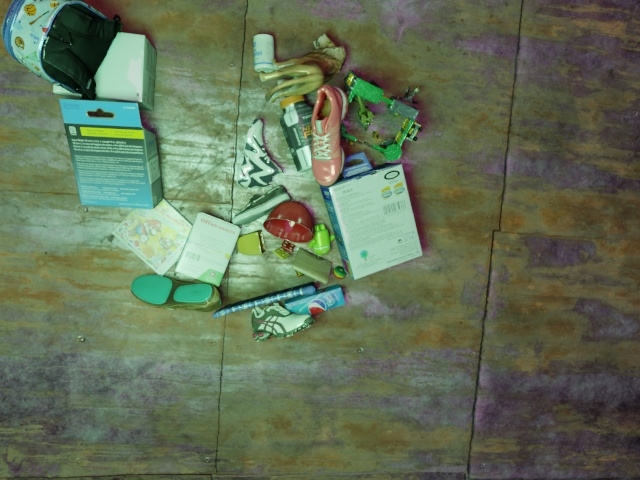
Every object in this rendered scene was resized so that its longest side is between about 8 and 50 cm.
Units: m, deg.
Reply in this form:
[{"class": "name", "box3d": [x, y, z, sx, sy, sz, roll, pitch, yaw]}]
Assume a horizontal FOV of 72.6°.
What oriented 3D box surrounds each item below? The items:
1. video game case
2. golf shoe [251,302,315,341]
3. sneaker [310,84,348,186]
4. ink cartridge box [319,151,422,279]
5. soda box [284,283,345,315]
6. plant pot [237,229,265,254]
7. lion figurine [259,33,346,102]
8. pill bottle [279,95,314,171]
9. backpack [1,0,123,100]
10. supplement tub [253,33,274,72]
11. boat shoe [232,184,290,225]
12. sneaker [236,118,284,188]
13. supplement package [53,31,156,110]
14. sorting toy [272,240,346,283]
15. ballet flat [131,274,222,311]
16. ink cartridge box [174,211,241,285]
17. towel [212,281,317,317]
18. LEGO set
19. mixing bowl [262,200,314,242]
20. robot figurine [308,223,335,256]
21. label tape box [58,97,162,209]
[{"class": "video game case", "box3d": [-0.563, -0.024, 1.511, 0.227, 0.026, 0.206, 45, 89, -9]}, {"class": "golf shoe", "box3d": [-0.143, 0.274, 1.500, 0.273, 0.105, 0.120, -17, 87, 35]}, {"class": "sneaker", "box3d": [0.007, -0.324, 1.346, 0.116, 0.136, 0.314, 6, 97, 21]}, {"class": "ink cartridge box", "box3d": [0.169, -0.102, 1.506, 0.270, 0.151, 0.395, -19, 105, -11]}, {"class": "soda box", "box3d": [-0.022, 0.224, 1.581, 0.210, 0.071, 0.067, -17, 98, -5]}, {"class": "plant pot", "box3d": [-0.246, 0.011, 1.530, 0.083, 0.081, 0.081, -9, 97, 4]}, {"class": "lion figurine", "box3d": [-0.041, -0.527, 1.379, 0.240, 0.392, 0.142, -5, 129, 9]}, {"class": "pill bottle", "box3d": [-0.059, -0.367, 1.485, 0.130, 0.130, 0.246, -21, 98, -4]}, {"class": "backpack", "box3d": [-0.703, -0.548, 1.171, 0.213, 0.263, 0.277, 23, 94, -8]}, {"class": "supplement tub", "box3d": [-0.190, -0.630, 1.471, 0.071, 0.071, 0.107, -3, 96, -7]}, {"class": "boat shoe", "box3d": [-0.215, -0.123, 1.520, 0.219, 0.078, 0.070, -28, 80, -14]}, {"class": "sneaker", "box3d": [-0.189, -0.286, 1.496, 0.153, 0.094, 0.235, 13, 94, -10]}, {"class": "supplement package", "box3d": [-0.676, -0.541, 1.382, 0.261, 0.145, 0.204, 4, 96, -8]}, {"class": "sorting toy", "box3d": [-0.043, 0.095, 1.542, 0.274, 0.132, 0.046, 26, 118, -6]}, {"class": "ballet flat", "box3d": [-0.481, 0.192, 1.483, 0.342, 0.124, 0.116, 1, 56, 19]}, {"class": "ink cartridge box", "box3d": [-0.382, 0.028, 1.481, 0.154, 0.093, 0.212, 22, 84, -17]}, {"class": "towel", "box3d": [-0.173, 0.202, 1.468, 0.336, 0.243, 0.040, -15, 87, -1]}, {"class": "LEGO set", "box3d": [0.172, -0.438, 1.509, 0.331, 0.192, 0.255, 12, 119, -13]}, {"class": "mixing bowl", "box3d": [-0.099, -0.073, 1.506, 0.181, 0.181, 0.098, 19, 67, -9]}, {"class": "robot figurine", "box3d": [0.000, 0.000, 1.562, 0.101, 0.067, 0.115, -14, 98, -37]}, {"class": "label tape box", "box3d": [-0.643, -0.274, 1.366, 0.240, 0.106, 0.334, 4, 116, 1]}]
